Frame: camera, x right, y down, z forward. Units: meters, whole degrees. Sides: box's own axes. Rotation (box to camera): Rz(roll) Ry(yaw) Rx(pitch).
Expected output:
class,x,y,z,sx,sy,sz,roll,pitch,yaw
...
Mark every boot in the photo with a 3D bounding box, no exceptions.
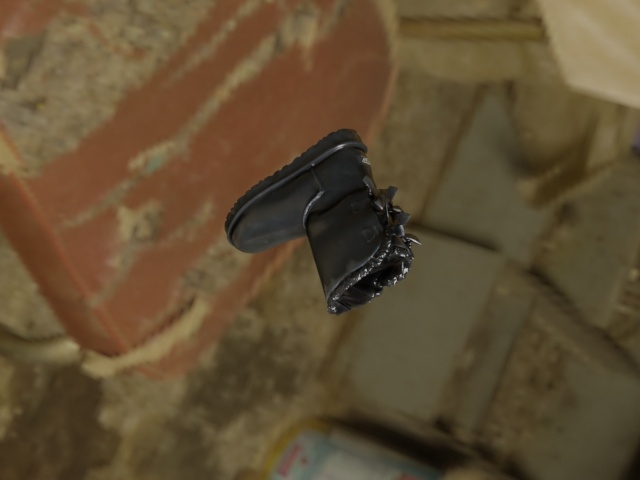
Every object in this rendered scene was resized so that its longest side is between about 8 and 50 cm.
class,x,y,z,sx,sy,sz,roll,pitch,yaw
boot,0.000,0.000,1.197,0.121,0.099,0.045,-38,147,25
